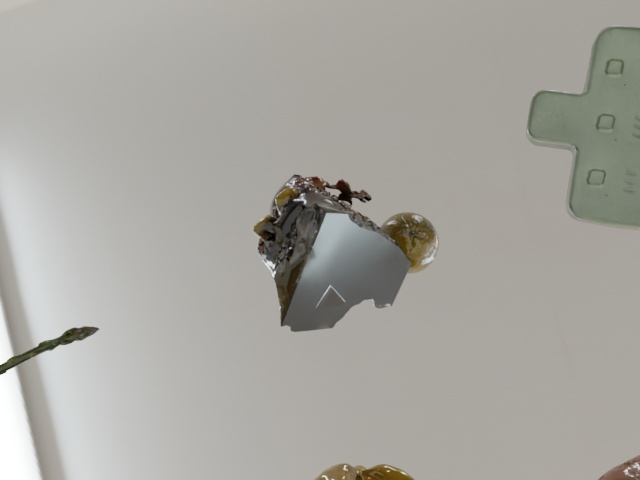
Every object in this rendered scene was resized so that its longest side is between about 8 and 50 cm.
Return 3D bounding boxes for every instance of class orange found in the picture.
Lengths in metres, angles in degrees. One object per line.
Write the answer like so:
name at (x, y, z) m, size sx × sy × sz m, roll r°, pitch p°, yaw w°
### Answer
orange at (0.115, 0.002, 0.964) m, size 0.085 × 0.095 × 0.085 m, roll 2°, pitch -110°, yaw -6°

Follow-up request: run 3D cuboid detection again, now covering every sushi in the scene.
sushi at (0.000, 0.000, 0.871) m, size 0.150 × 0.172 × 0.153 m, roll 41°, pitch -61°, yaw 40°

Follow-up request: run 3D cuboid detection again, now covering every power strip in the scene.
power strip at (0.377, -0.154, 0.974) m, size 0.194 × 0.059 × 0.265 m, roll 10°, pitch -90°, yaw 11°

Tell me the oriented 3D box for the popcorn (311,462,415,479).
popcorn at (0.093, 0.459, 1.005) m, size 0.349 × 0.349 × 0.381 m, roll 42°, pitch -77°, yaw 6°

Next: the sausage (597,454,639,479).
sausage at (0.233, 0.136, 0.408) m, size 0.177 × 0.040 × 0.047 m, roll -1°, pitch -108°, yaw -14°

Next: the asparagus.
asparagus at (-0.397, 0.160, 0.932) m, size 0.233 × 0.023 × 0.022 m, roll -25°, pitch -130°, yaw -22°
